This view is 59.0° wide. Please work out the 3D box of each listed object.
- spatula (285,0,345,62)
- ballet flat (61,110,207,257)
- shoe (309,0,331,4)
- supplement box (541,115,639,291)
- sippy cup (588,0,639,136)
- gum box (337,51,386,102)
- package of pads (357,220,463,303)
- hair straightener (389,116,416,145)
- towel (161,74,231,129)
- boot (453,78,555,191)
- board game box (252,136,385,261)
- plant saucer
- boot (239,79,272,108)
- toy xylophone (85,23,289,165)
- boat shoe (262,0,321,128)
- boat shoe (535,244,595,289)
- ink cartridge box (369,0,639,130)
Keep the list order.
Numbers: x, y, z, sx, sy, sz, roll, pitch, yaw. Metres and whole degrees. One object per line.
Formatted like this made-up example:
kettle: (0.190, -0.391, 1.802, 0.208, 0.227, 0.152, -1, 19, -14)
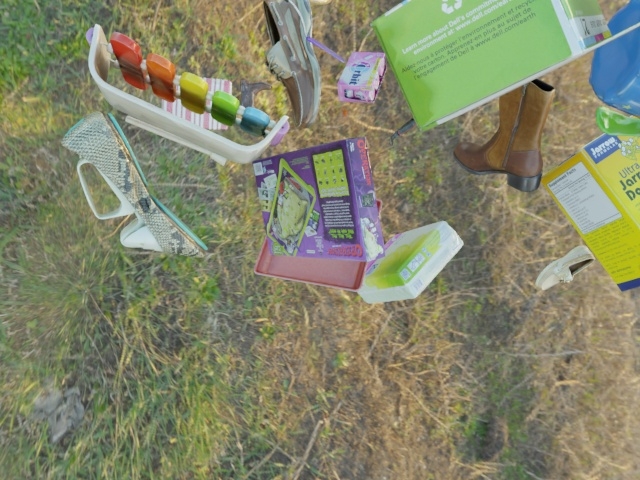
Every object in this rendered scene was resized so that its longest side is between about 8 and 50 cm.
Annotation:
spatula: (-0.056, -0.479, 1.185, 0.030, 0.084, 0.296, -39, 101, 18)
ballet flat: (-0.492, -0.099, 1.474, 0.182, 0.164, 0.483, -38, 125, -13)
shoe: (-0.043, -0.759, 1.720, 0.219, 0.076, 0.058, -18, 137, -43)
supplement box: (0.753, -0.086, 1.379, 0.195, 0.194, 0.357, -31, 82, -14)
sippy cup: (0.570, -0.279, 0.895, 0.223, 0.240, 0.306, 10, 121, -6)
gum box: (0.126, -0.490, 1.705, 0.107, 0.062, 0.189, 8, 52, 17)
package of pads: (0.240, 0.065, 1.592, 0.229, 0.296, 0.101, -44, 99, -21)
hair straightener: (0.329, -0.403, 1.938, 0.047, 0.230, 0.089, 49, 26, -5)
towel: (-0.351, -0.390, 1.600, 0.196, 0.029, 0.144, -1, 112, -26)
boot: (0.439, -0.282, 1.399, 0.096, 0.264, 0.281, -28, 132, -19)
board game box: (-0.017, -0.070, 1.072, 0.056, 0.346, 0.208, -10, 97, -33)
plant saucer: (0.000, 0.000, 1.361, 0.258, 0.048, 0.259, 9, 59, 14)
boot: (-0.199, -0.427, 1.732, 0.106, 0.037, 0.114, 2, 83, -19)
toy xylophone: (-0.216, -0.207, 0.890, 0.322, 0.236, 0.081, 25, 83, -19)
boat shoe: (-0.075, -0.417, 1.320, 0.116, 0.123, 0.325, -6, 83, -18)
boat shoe: (0.670, 0.083, 1.547, 0.170, 0.059, 0.063, -42, 130, 13)
ink cartridge box: (0.197, -0.192, 0.433, 0.188, 0.255, 0.097, -33, 98, -53)
